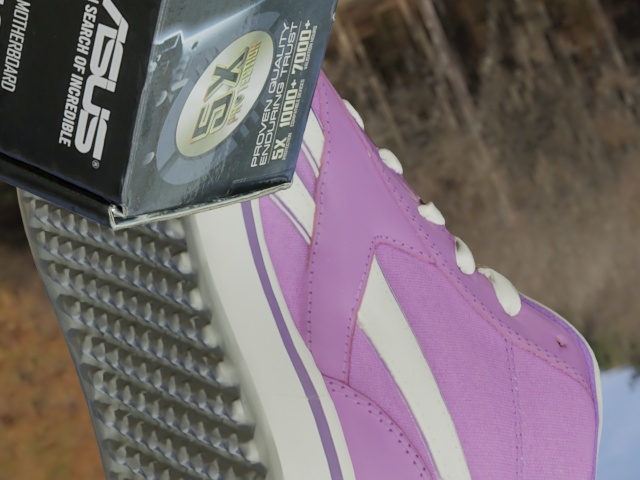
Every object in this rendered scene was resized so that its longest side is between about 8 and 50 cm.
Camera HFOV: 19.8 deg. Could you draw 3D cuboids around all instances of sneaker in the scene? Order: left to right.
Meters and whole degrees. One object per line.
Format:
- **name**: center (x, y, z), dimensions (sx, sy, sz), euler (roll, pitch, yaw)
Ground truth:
- **sneaker**: center (-0.001, 0.001, 0.582), dimensions (0.161, 0.282, 0.102), euler (3, 153, -38)

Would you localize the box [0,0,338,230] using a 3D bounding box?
- **box**: center (-0.064, -0.114, 0.430), dimensions (0.147, 0.180, 0.077), euler (24, -161, 25)
